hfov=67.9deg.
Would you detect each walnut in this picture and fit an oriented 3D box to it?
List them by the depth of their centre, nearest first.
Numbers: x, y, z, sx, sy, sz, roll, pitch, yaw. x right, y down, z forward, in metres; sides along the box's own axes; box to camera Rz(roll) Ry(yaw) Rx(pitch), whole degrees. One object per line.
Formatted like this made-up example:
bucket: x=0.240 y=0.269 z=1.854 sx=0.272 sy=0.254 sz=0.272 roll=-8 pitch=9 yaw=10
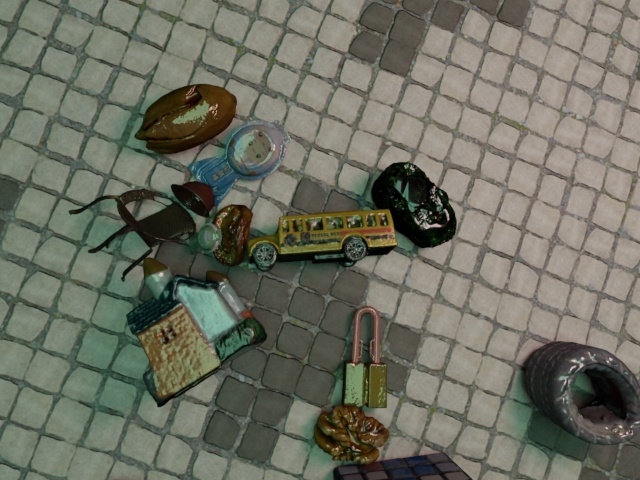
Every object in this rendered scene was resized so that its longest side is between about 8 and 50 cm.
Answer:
walnut: x=-0.304 y=-0.276 z=1.082 sx=0.245 sy=0.137 sz=0.137 roll=-24 pitch=89 yaw=2
walnut: x=0.069 y=0.450 z=1.082 sx=0.170 sy=0.069 sz=0.143 roll=18 pitch=111 yaw=-5

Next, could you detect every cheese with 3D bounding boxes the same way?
cheese: x=-0.264 y=-0.004 z=1.080 sx=0.026 sy=0.120 sz=0.067 roll=-1 pitch=83 yaw=-49
cheese: x=-0.183 y=-0.194 z=1.121 sx=0.244 sy=0.052 sz=0.135 roll=-33 pitch=89 yaw=3

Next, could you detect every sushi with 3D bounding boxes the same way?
sushi: x=0.222 y=-0.082 z=1.125 sx=0.124 sy=0.127 sz=0.225 roll=-42 pitch=92 yaw=-9

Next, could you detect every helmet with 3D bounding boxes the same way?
helmet: x=-0.283 y=-0.109 z=1.097 sx=0.111 sy=0.089 sz=0.057 roll=30 pitch=62 yaw=15

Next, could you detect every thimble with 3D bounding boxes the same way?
thimble: x=0.614 y=0.349 z=1.118 sx=0.236 sy=0.172 sz=0.205 roll=20 pitch=87 yaw=-2

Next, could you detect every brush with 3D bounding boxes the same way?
brush: x=0.106 y=0.273 z=1.127 sx=0.103 sy=0.047 sz=0.234 roll=3 pitch=84 yaw=-6

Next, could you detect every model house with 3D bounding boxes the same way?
model house: x=-0.286 y=0.158 z=1.020 sx=0.253 sy=0.184 sz=0.291 roll=-30 pitch=89 yaw=-7

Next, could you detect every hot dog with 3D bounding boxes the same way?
hot dog: x=-0.205 y=-0.014 z=1.098 sx=0.099 sy=0.065 sz=0.147 roll=11 pitch=84 yaw=28

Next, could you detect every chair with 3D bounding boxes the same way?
chair: x=-0.391 y=-0.032 z=1.035 sx=0.213 sy=0.149 sz=0.174 roll=-32 pitch=60 yaw=-15

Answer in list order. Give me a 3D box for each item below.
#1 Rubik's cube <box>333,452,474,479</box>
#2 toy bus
Rubik's cube: x=0.194 y=0.648 z=0.987 sx=0.292 sy=0.287 sz=0.292 roll=-2 pitch=86 yaw=-7
toy bus: x=0.000 y=0.000 z=1.098 sx=0.335 sy=0.121 sz=0.123 roll=-4 pitch=79 yaw=-6
